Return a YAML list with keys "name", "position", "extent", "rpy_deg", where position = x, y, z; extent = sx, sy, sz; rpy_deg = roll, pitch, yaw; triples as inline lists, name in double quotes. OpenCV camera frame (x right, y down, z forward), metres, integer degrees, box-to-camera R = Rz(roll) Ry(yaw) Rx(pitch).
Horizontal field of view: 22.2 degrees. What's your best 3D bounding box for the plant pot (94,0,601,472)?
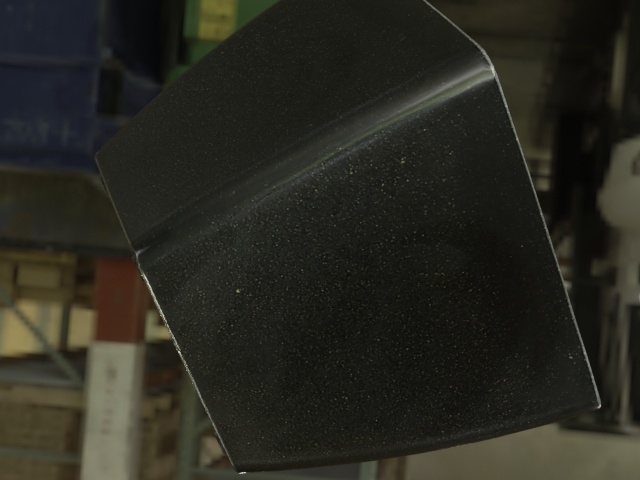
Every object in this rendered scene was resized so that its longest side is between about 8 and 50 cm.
- name: "plant pot"
  position: [0.000, 0.000, 0.766]
  extent: [0.167, 0.188, 0.187]
  rpy_deg: [-25, -152, -4]
